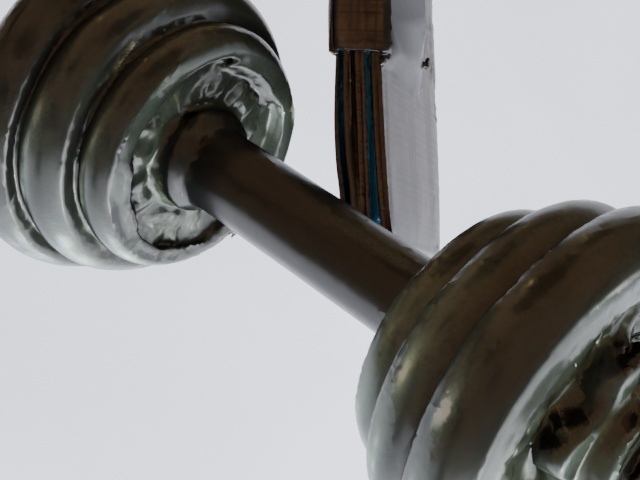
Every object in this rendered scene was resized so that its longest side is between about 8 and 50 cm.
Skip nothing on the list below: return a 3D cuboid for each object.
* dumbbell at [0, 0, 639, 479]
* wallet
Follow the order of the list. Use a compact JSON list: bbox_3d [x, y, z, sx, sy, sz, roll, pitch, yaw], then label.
[{"bbox_3d":[0.000,0.000,0.680,0.179,0.179,0.406,-37,-126,-27],"label":"dumbbell"},{"bbox_3d":[0.034,-0.107,0.782,0.042,0.124,0.230,0,-93,14],"label":"wallet"}]
